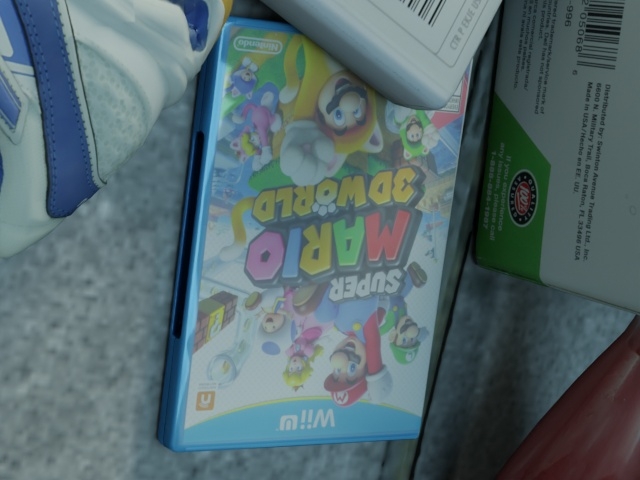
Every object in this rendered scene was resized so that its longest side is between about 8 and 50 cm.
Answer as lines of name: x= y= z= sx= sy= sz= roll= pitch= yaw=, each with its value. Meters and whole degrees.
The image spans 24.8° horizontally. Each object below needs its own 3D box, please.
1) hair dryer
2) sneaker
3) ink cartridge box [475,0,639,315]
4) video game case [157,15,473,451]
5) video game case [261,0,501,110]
hair dryer: x=0.151 y=0.148 z=0.656 sx=0.224 sy=0.080 sz=0.293 roll=-28 pitch=129 yaw=-13
sneaker: x=-0.155 y=-0.101 z=0.396 sx=0.296 sy=0.112 sz=0.131 roll=37 pitch=81 yaw=-32
ink cartridge box: x=0.162 y=-0.043 z=0.553 sx=0.087 sy=0.208 sz=0.153 roll=1 pitch=101 yaw=-33
video game case: x=0.000 y=0.000 z=0.577 sx=0.119 sy=0.015 sz=0.166 roll=2 pitch=100 yaw=-33
video game case: x=-0.007 y=-0.254 z=0.492 sx=0.329 sy=0.036 sz=0.300 roll=34 pitch=79 yaw=-33
